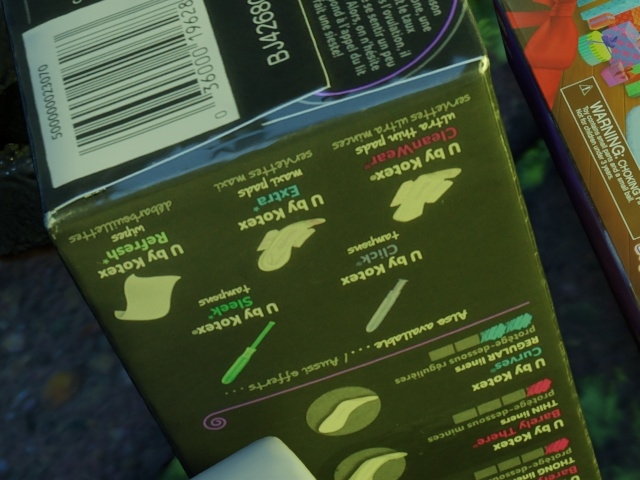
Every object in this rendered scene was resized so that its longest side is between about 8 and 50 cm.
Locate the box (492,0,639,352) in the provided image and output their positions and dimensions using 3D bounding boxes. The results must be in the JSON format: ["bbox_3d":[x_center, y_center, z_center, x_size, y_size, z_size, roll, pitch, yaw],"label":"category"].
[{"bbox_3d":[0.208,-0.037,0.797,0.201,0.057,0.293,-20,47,2],"label":"box"}]

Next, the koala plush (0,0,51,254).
[{"bbox_3d":[-0.175,-0.124,0.925,0.203,0.196,0.221,-16,51,19],"label":"koala plush"}]

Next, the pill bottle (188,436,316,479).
[{"bbox_3d":[-0.131,0.239,0.568,0.392,0.224,0.224,-31,48,-8],"label":"pill bottle"}]

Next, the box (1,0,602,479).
[{"bbox_3d":[0.000,0.000,0.693,0.143,0.270,0.165,-19,47,3],"label":"box"}]
